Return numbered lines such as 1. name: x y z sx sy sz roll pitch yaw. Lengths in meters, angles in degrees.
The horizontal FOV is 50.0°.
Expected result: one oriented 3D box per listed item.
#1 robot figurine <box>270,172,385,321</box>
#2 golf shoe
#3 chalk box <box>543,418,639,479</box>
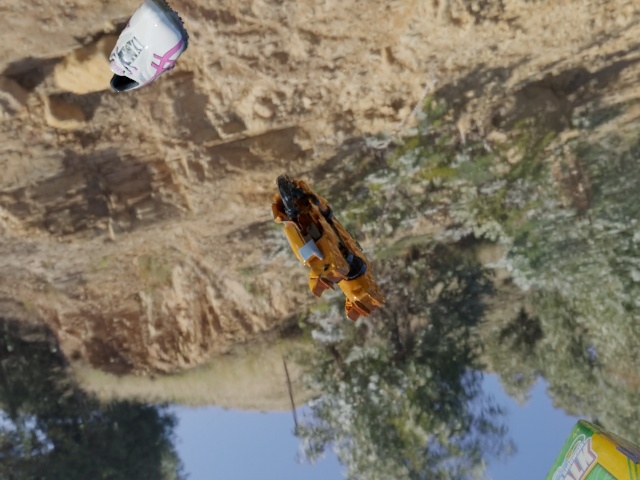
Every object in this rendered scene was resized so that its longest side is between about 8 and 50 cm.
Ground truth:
1. robot figurine: 0.000 0.000 1.206 0.085 0.211 0.291 -42 -139 11
2. golf shoe: -0.213 -0.230 0.836 0.086 0.067 0.186 -45 -173 -21
3. chalk box: 0.267 0.276 0.552 0.179 0.180 0.289 28 179 2
